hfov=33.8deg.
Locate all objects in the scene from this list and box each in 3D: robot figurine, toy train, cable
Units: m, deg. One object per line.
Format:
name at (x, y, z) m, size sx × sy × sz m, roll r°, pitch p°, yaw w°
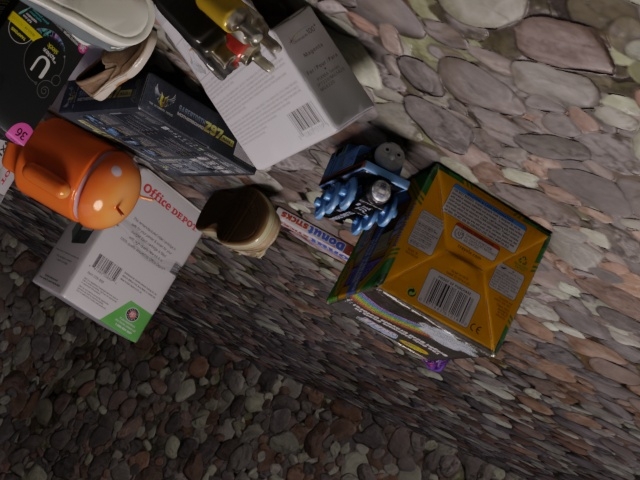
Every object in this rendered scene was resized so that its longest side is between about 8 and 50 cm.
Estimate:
robot figurine at (-0.354, -0.097, 1.539) m, size 0.219 × 0.128 × 0.158 m, roll 28°, pitch 161°, yaw 12°
toy train at (0.051, -0.071, 1.312) m, size 0.080 × 0.105 × 0.184 m, roll 23°, pitch 168°, yaw -14°
cable at (-0.150, -0.269, 1.064) m, size 0.287 × 0.072 × 0.139 m, roll 49°, pitch 174°, yaw 10°

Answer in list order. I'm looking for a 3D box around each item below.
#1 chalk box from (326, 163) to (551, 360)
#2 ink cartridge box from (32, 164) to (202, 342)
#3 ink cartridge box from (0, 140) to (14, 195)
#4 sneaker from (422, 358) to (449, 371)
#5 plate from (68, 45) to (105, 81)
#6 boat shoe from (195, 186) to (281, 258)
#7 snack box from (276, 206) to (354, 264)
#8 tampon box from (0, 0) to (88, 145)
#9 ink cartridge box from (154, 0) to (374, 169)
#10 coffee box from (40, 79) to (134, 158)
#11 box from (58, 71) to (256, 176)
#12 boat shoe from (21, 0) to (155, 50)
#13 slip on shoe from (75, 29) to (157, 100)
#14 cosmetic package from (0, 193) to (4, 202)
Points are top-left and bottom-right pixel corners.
chalk box at (0.139, 0.042, 1.398) m, size 0.180 × 0.179 × 0.289 m, roll 30°, pitch 166°, yaw -10°
ink cartridge box at (-0.381, 0.018, 2.048) m, size 0.121 × 0.289 × 0.211 m, roll 18°, pitch 162°, yaw 44°
ink cartridge box at (-0.635, -0.238, 1.825) m, size 0.197 × 0.198 × 0.270 m, roll 23°, pitch 165°, yaw 17°
sneaker at (0.224, 0.211, 2.013) m, size 0.068 × 0.071 × 0.170 m, roll 21°, pitch 163°, yaw 25°
plate at (-0.388, -0.304, 1.448) m, size 0.277 × 0.045 × 0.278 m, roll 26°, pitch 165°, yaw 11°
boat shoe at (-0.122, -0.023, 1.797) m, size 0.098 × 0.109 × 0.302 m, roll 33°, pitch 171°, yaw -22°
snack box at (0.000, 0.000, 1.807) m, size 0.178 × 0.022 × 0.064 m, roll 28°, pitch 164°, yaw 2°
tampon box at (-0.404, -0.224, 1.345) m, size 0.101 × 0.161 × 0.120 m, roll 16°, pitch 161°, yaw 39°
ink cartridge box at (-0.076, -0.208, 1.184) m, size 0.239 × 0.060 × 0.275 m, roll 57°, pitch 160°, yaw -7°
coffee box at (-0.401, -0.221, 1.647) m, size 0.246 × 0.098 × 0.141 m, roll 25°, pitch 165°, yaw 12°
box at (-0.224, -0.159, 1.494) m, size 0.183 × 0.059 × 0.232 m, roll 1°, pitch 160°, yaw 42°
boat shoe at (-0.339, -0.316, 1.186) m, size 0.319 × 0.116 × 0.099 m, roll 32°, pitch 162°, yaw -32°
slip on shoe at (-0.263, -0.231, 1.357) m, size 0.041 × 0.051 × 0.135 m, roll 31°, pitch 134°, yaw -34°
cosmetic package at (-0.677, -0.094, 1.801) m, size 0.238 × 0.107 × 0.127 m, roll 32°, pitch 165°, yaw -28°
